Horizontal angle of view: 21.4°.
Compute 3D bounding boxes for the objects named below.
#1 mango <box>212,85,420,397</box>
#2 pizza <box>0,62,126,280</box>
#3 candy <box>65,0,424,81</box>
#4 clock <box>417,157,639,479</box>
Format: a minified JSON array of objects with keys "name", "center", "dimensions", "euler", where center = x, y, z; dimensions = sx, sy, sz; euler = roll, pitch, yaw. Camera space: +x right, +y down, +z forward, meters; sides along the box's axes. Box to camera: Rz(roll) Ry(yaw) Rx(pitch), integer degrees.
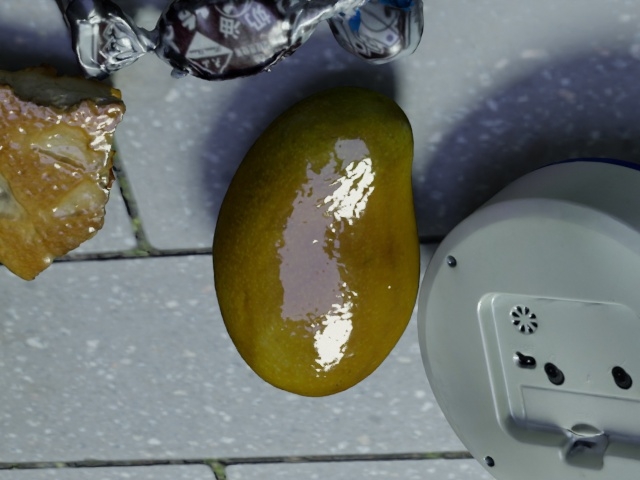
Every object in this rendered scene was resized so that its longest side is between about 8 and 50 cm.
[{"name":"mango","center":[0.000,0.000,1.074],"dimensions":[0.136,0.099,0.227],"euler":[13,126,3]},{"name":"pizza","center":[-0.186,-0.066,1.070],"dimensions":[0.161,0.062,0.182],"euler":[-15,124,30]},{"name":"candy","center":[-0.043,-0.134,0.988],"dimensions":[0.226,0.051,0.094],"euler":[-10,120,15]},{"name":"clock","center":[0.171,0.068,1.048],"dimensions":[0.230,0.083,0.230],"euler":[22,127,31]}]
